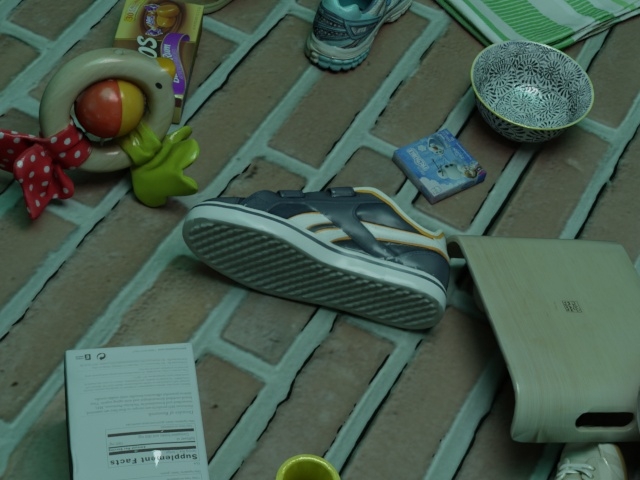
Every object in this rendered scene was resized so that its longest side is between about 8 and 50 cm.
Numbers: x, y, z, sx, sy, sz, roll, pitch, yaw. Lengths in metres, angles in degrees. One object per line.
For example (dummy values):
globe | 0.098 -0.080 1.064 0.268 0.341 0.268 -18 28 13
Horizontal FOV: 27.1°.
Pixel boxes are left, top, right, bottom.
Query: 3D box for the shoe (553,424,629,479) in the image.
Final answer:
shoe | 0.286 0.288 1.420 0.076 0.058 0.219 -20 46 31

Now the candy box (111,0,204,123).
candy box | -0.224 -0.246 1.779 0.109 0.053 0.186 10 49 -2

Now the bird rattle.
bird rattle | -0.269 -0.140 1.602 0.253 0.207 0.143 3 32 -19

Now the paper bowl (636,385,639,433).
paper bowl | 0.468 0.193 1.374 0.284 0.148 0.284 4 57 -7

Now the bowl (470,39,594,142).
bowl | 0.278 -0.187 1.805 0.170 0.080 0.170 5 52 -6

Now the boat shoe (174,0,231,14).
boat shoe | -0.135 -0.400 1.894 0.285 0.089 0.104 -23 59 -25

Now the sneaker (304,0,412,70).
sneaker | 0.073 -0.364 1.883 0.110 0.122 0.283 21 51 6

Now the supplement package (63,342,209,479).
supplement package | -0.184 0.244 1.337 0.134 0.139 0.244 -3 53 -12

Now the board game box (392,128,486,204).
board game box | 0.157 -0.099 1.751 0.090 0.020 0.090 -25 60 -26

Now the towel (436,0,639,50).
towel | 0.332 -0.387 2.005 0.325 0.038 0.248 -28 61 -28

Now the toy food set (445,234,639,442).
toy food set | 0.279 0.109 1.550 0.220 0.092 0.306 3 42 -17

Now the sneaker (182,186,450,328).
sneaker | 0.000 0.000 1.578 0.321 0.126 0.127 19 54 -8

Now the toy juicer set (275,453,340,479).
toy juicer set | 0.074 0.360 1.322 0.329 0.089 0.209 24 51 9
